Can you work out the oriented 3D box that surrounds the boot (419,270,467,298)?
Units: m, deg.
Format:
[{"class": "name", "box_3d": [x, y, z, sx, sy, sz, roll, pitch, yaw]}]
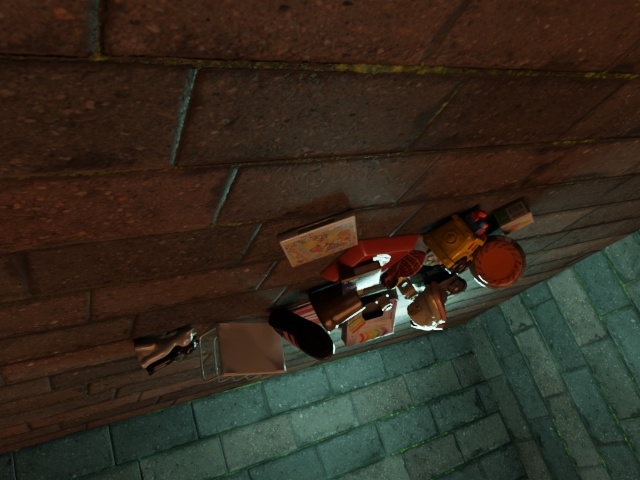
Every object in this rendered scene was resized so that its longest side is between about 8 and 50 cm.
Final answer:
[{"class": "boot", "box_3d": [0.491, 0.199, 2.215, 0.262, 0.091, 0.229, -32, 151, 21]}]

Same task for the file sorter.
[{"class": "file sorter", "box_3d": [-0.303, 0.430, 1.972, 0.277, 0.193, 0.173, 10, 149, -42]}]

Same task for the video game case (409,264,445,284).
[{"class": "video game case", "box_3d": [0.498, 0.170, 2.304, 0.210, 0.042, 0.232, -21, 160, 2]}]

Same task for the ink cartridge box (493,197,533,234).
[{"class": "ink cartridge box", "box_3d": [0.675, -0.074, 1.807, 0.108, 0.062, 0.209, -28, 159, 17]}]

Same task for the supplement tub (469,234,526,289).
[{"class": "supplement tub", "box_3d": [0.634, 0.075, 1.878, 0.193, 0.194, 0.316, -25, 173, 14]}]

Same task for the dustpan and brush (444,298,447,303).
[{"class": "dustpan and brush", "box_3d": [0.571, 0.274, 2.595, 0.147, 0.060, 0.211, 10, 178, 22]}]

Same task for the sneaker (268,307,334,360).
[{"class": "sneaker", "box_3d": [-0.051, 0.353, 1.905, 0.112, 0.319, 0.131, -49, 137, -13]}]

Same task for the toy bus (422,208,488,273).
[{"class": "toy bus", "box_3d": [0.468, -0.011, 1.698, 0.211, 0.149, 0.220, -45, 155, 17]}]

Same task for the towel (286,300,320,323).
[{"class": "towel", "box_3d": [-0.064, 0.318, 2.171, 0.236, 0.037, 0.329, -19, 160, -6]}]

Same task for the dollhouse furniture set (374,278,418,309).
[{"class": "dollhouse furniture set", "box_3d": [0.297, 0.209, 2.103, 0.160, 0.101, 0.182, -33, 159, 5]}]

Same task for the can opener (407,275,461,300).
[{"class": "can opener", "box_3d": [0.546, 0.235, 2.490, 0.283, 0.076, 0.095, -13, 175, -22]}]

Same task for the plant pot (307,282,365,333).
[{"class": "plant pot", "box_3d": [0.064, 0.230, 1.903, 0.165, 0.167, 0.167, -29, 160, 3]}]

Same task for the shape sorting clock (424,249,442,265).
[{"class": "shape sorting clock", "box_3d": [0.484, 0.046, 1.972, 0.206, 0.040, 0.206, -18, 160, -7]}]

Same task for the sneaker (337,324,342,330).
[{"class": "sneaker", "box_3d": [0.159, 0.371, 2.437, 0.240, 0.091, 0.126, -29, 157, 26]}]

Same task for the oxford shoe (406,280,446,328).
[{"class": "oxford shoe", "box_3d": [0.431, 0.287, 2.131, 0.146, 0.141, 0.397, -10, 149, 5]}]

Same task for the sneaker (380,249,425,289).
[{"class": "sneaker", "box_3d": [0.307, 0.093, 1.896, 0.092, 0.088, 0.225, -30, 171, -41]}]

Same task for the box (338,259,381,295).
[{"class": "box", "box_3d": [0.130, 0.133, 1.739, 0.136, 0.037, 0.225, -18, 161, -4]}]

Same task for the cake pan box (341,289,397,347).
[{"class": "cake pan box", "box_3d": [0.219, 0.345, 2.330, 0.245, 0.070, 0.267, -14, 133, -18]}]

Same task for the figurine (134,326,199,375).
[{"class": "figurine", "box_3d": [-0.533, 0.377, 1.834, 0.209, 0.092, 0.215, -22, 161, -18]}]

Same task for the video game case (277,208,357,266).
[{"class": "video game case", "box_3d": [0.000, 0.000, 1.420, 0.206, 0.026, 0.227, -19, 160, -1]}]

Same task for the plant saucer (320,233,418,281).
[{"class": "plant saucer", "box_3d": [0.166, 0.066, 1.718, 0.258, 0.048, 0.259, -6, 155, -35]}]

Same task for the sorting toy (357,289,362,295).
[{"class": "sorting toy", "box_3d": [0.147, 0.221, 2.151, 0.062, 0.012, 0.083, -23, 157, -5]}]
